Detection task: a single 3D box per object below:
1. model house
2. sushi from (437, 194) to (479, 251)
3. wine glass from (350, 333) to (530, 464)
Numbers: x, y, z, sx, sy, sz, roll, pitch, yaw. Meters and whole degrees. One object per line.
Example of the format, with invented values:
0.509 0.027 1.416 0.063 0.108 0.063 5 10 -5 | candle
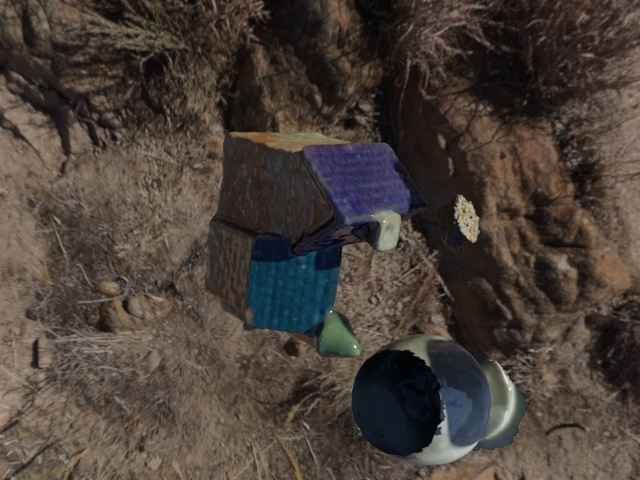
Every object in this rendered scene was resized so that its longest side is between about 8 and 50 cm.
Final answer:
0.000 0.000 0.830 0.245 0.280 0.312 -8 111 -48 | model house
0.340 -0.043 1.342 0.090 0.078 0.150 37 41 -21 | sushi
0.212 0.289 0.995 0.323 0.238 0.238 13 74 -51 | wine glass
